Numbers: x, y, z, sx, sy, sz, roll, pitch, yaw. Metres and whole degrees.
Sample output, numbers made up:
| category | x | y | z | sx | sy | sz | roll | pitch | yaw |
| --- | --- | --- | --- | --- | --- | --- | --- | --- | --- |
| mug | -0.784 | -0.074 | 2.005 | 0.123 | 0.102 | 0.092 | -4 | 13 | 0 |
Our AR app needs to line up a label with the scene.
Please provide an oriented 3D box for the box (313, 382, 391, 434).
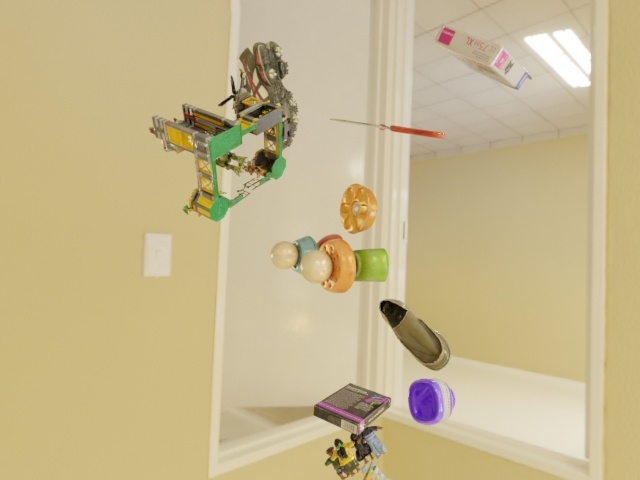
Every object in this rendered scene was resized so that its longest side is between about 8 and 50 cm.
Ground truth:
| category | x | y | z | sx | sy | sz | roll | pitch | yaw |
| --- | --- | --- | --- | --- | --- | --- | --- | --- | --- |
| box | 0.076 | 0.382 | 0.986 | 0.116 | 0.029 | 0.162 | 10 | -171 | 34 |

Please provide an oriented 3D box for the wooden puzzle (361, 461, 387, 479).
| category | x | y | z | sx | sy | sz | roll | pitch | yaw |
| --- | --- | --- | --- | --- | --- | --- | --- | --- | --- |
| wooden puzzle | 0.087 | 0.401 | 0.705 | 0.006 | 0.083 | 0.049 | -9 | -147 | 45 |

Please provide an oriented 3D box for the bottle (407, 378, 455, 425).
| category | x | y | z | sx | sy | sz | roll | pitch | yaw |
| --- | --- | --- | --- | --- | --- | --- | --- | --- | --- |
| bottle | 0.328 | 0.457 | 1.230 | 0.092 | 0.118 | 0.283 | -10 | 159 | 24 |

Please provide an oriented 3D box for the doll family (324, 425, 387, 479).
| category | x | y | z | sx | sy | sz | roll | pitch | yaw |
| --- | --- | --- | --- | --- | --- | --- | --- | --- | --- |
| doll family | 0.095 | 0.583 | 1.207 | 0.193 | 0.111 | 0.076 | -31 | 163 | -9 |

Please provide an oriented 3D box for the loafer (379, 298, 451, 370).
| category | x | y | z | sx | sy | sz | roll | pitch | yaw |
| --- | --- | --- | --- | --- | --- | --- | --- | --- | --- |
| loafer | 0.229 | 0.236 | 1.108 | 0.087 | 0.094 | 0.251 | 31 | -173 | -42 |

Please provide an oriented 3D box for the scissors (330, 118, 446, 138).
| category | x | y | z | sx | sy | sz | roll | pitch | yaw |
| --- | --- | --- | --- | --- | --- | --- | --- | --- | --- |
| scissors | 0.175 | -0.286 | 1.100 | 0.297 | 0.021 | 0.109 | 9 | -162 | 6 |

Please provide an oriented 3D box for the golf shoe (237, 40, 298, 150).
| category | x | y | z | sx | sy | sz | roll | pitch | yaw |
| --- | --- | --- | --- | --- | --- | --- | --- | --- | --- |
| golf shoe | -0.136 | -0.376 | 1.136 | 0.120 | 0.273 | 0.105 | 8 | -151 | 35 |

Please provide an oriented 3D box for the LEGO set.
| category | x | y | z | sx | sy | sz | roll | pitch | yaw |
| --- | --- | --- | --- | --- | --- | --- | --- | --- | --- |
| LEGO set | -0.237 | -0.217 | 1.000 | 0.192 | 0.331 | 0.255 | 25 | 143 | 22 |

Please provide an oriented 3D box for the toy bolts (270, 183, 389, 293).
| category | x | y | z | sx | sy | sz | roll | pitch | yaw |
| --- | --- | --- | --- | --- | --- | --- | --- | --- | --- |
| toy bolts | 0.000 | 0.000 | 0.864 | 0.158 | 0.218 | 0.228 | 2 | 170 | -30 |

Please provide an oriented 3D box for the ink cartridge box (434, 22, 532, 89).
| category | x | y | z | sx | sy | sz | roll | pitch | yaw |
| --- | --- | --- | --- | --- | --- | --- | --- | --- | --- |
| ink cartridge box | 0.471 | -0.511 | 1.220 | 0.311 | 0.065 | 0.186 | -6 | -140 | -49 |
